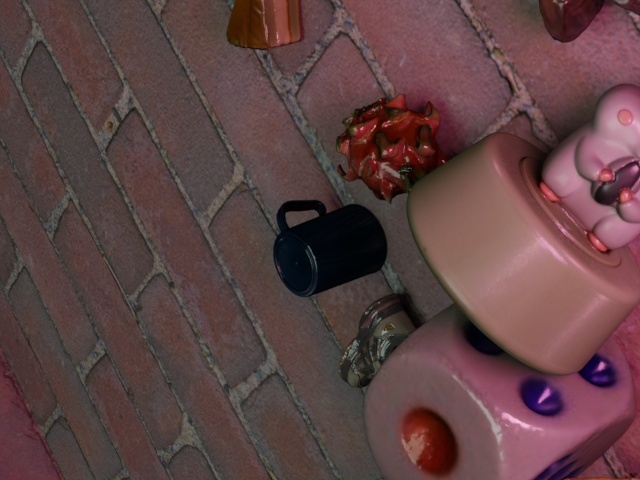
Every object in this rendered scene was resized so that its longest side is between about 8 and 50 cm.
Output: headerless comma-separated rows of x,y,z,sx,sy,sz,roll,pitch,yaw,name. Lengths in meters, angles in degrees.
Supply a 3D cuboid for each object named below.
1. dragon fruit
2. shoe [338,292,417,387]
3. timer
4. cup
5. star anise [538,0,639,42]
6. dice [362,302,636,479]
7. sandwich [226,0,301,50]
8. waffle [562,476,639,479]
0.118,-0.111,1.556,0.236,0.137,0.135,32,144,42,dragon fruit
0.101,0.169,1.753,0.092,0.089,0.180,44,128,28,shoe
0.302,-0.049,1.289,0.315,0.291,0.290,-44,69,26,timer
0.001,0.010,1.756,0.150,0.138,0.113,31,128,40,cup
0.280,-0.373,1.251,0.315,0.108,0.315,25,129,35,star anise
0.227,0.215,1.474,0.243,0.251,0.259,52,140,26,dice
-0.097,-0.380,1.749,0.113,0.079,0.163,16,119,46,sandwich
0.405,0.300,1.398,0.191,0.125,0.032,-23,60,55,waffle
